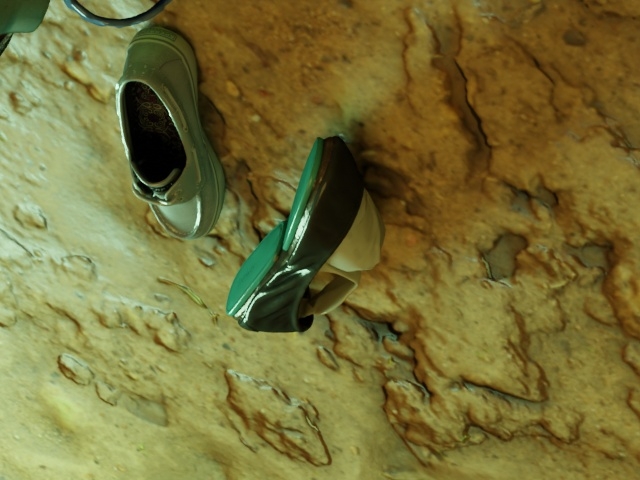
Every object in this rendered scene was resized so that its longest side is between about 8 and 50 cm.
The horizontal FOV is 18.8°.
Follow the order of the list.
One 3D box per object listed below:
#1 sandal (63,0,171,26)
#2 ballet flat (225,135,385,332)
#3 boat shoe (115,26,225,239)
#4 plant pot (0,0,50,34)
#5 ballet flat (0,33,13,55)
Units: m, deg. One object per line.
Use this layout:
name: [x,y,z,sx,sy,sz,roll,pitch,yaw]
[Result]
sandal: [-0.094,-0.253,1.428,0.126,0.138,0.317,39,133,-14]
ballet flat: [0.000,0.000,1.680,0.096,0.095,0.280,19,149,-9]
boat shoe: [-0.138,-0.074,1.663,0.079,0.081,0.227,8,135,16]
plant pot: [-0.296,-0.253,1.438,0.196,0.293,0.293,7,141,-18]
ballet flat: [-0.287,-0.189,1.627,0.070,0.070,0.188,33,137,-10]
